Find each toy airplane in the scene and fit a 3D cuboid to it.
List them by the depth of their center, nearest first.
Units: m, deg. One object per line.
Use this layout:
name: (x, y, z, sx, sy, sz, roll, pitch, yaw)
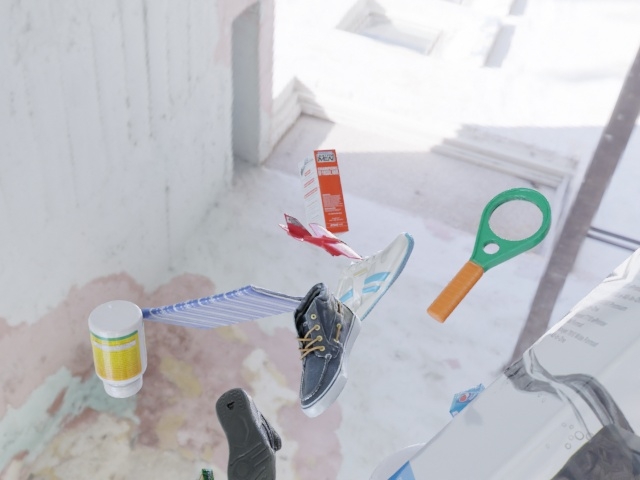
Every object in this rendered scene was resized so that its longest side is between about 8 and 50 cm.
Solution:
toy airplane: (0.000, 0.000, 1.118, 0.028, 0.151, 0.151, -61, -11, 7)

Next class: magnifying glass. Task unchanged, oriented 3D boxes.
magnifying glass: (0.227, 0.019, 1.018, 0.231, 0.092, 0.026, -46, -35, -14)

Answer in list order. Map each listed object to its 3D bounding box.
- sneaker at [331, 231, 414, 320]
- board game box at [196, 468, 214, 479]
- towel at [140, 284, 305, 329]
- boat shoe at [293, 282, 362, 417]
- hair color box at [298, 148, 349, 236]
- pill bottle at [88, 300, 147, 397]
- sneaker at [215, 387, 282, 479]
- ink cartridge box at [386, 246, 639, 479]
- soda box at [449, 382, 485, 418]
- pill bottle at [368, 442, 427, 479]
sneaker: (0.090, 0.067, 1.414, 0.229, 0.092, 0.087, -52, -10, 20)
board game box: (-0.273, 0.616, 1.574, 0.260, 0.030, 0.136, -63, 31, 27)
towel: (-0.219, 0.151, 1.726, 0.243, 0.336, 0.040, 19, -119, -55)
boat shoe: (-0.007, 0.135, 0.952, 0.065, 0.083, 0.183, -32, 20, 31)
hair color box: (0.005, -0.088, 1.489, 0.093, 0.053, 0.167, 153, 109, -66)
pill bottle: (-0.454, 0.250, 1.694, 0.117, 0.117, 0.208, -56, -25, -52)
sneaker: (-0.104, 0.364, 1.256, 0.130, 0.087, 0.227, 56, -177, -40)
ink cartridge box: (0.199, 0.179, 0.474, 0.307, 0.223, 0.129, -43, 0, 1)
soda box: (0.341, 0.395, 1.487, 0.067, 0.210, 0.071, -29, 7, 25)
pill bottle: (0.169, 0.532, 1.175, 0.229, 0.229, 0.408, -57, -26, -50)
